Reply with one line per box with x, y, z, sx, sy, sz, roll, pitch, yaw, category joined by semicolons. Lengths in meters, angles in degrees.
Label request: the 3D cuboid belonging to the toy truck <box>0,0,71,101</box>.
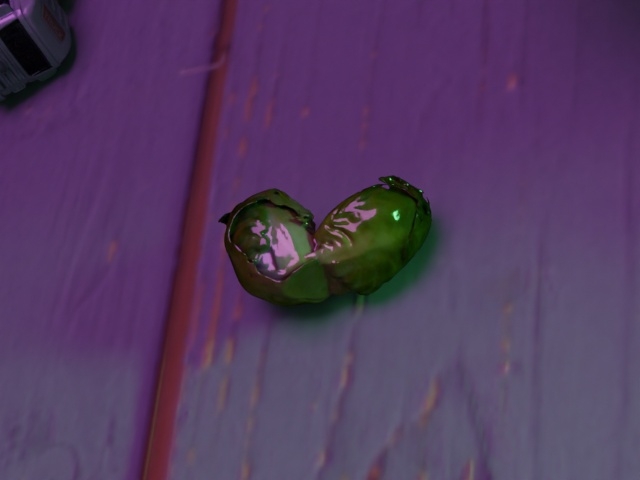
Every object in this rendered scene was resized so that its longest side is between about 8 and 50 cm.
-0.157;-0.129;0.931;0.063;0.052;0.123;-24;47;9;toy truck

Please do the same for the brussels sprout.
0.001;0.001;0.742;0.083;0.046;0.051;-8;62;27;brussels sprout
